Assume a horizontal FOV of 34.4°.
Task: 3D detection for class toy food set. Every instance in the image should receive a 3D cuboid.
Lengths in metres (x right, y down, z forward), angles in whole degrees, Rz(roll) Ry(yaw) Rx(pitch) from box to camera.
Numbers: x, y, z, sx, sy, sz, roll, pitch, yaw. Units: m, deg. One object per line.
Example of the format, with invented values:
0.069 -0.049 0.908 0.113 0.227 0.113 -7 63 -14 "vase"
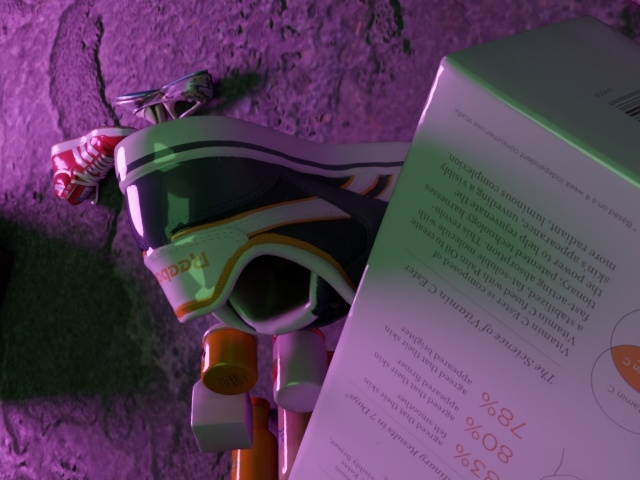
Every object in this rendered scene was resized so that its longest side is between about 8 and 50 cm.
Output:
-0.036 0.117 0.807 0.111 0.232 0.105 -6 49 3 "toy food set"

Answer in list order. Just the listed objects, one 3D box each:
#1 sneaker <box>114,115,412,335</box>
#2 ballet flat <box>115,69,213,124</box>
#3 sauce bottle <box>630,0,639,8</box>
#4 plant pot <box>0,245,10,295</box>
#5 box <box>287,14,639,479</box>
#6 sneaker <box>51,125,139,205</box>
0.000 0.000 0.722 0.126 0.321 0.128 -25 73 40 "sneaker"
-0.149 -0.131 0.990 0.114 0.041 0.041 -11 80 31 "ballet flat"
0.251 -0.180 0.746 0.128 0.042 0.042 23 97 32 "sauce bottle"
-0.441 0.035 1.078 0.188 0.187 0.167 38 93 29 "plant pot"
0.145 0.072 0.636 0.215 0.168 0.345 38 129 26 "box"
-0.223 -0.072 1.025 0.118 0.042 0.067 -13 75 38 "sneaker"
